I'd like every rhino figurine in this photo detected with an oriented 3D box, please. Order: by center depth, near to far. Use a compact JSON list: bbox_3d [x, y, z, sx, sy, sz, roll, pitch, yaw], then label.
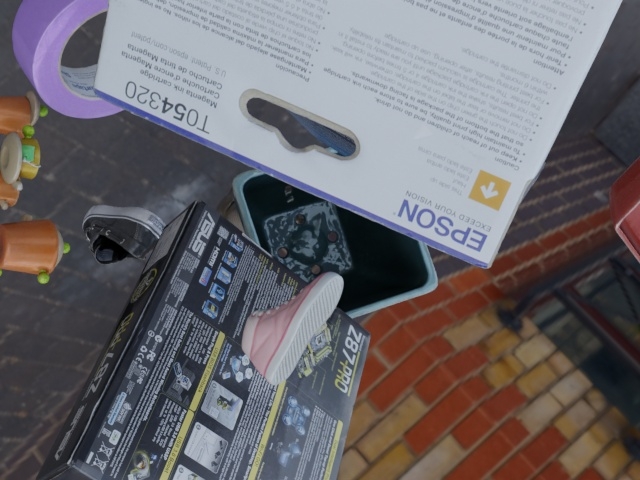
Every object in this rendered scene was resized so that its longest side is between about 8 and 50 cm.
[{"bbox_3d":[-0.100,-0.047,1.677,0.073,0.243,0.106,44,68,-48],"label":"rhino figurine"}]

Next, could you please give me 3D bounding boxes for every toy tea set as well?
[{"bbox_3d":[-0.505,-0.089,1.557,0.124,0.200,0.336,2,98,-38],"label":"toy tea set"}]

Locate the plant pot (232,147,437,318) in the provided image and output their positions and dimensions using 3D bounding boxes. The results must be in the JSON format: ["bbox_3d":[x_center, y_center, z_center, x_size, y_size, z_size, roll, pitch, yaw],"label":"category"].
[{"bbox_3d":[0.000,0.000,1.414,0.247,0.248,0.252,-18,179,-12],"label":"plant pot"}]

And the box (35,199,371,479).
[{"bbox_3d":[-0.110,0.188,1.078,0.097,0.318,0.395,-35,-153,41],"label":"box"}]

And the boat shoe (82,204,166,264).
[{"bbox_3d":[-0.299,0.001,1.305,0.080,0.228,0.076,46,65,-30],"label":"boat shoe"}]

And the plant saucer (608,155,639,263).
[{"bbox_3d":[0.422,-0.089,0.986,0.258,0.048,0.259,-47,151,9],"label":"plant saucer"}]

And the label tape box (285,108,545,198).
[{"bbox_3d":[0.058,-0.132,0.808,0.115,0.249,0.347,-55,158,-1],"label":"label tape box"}]

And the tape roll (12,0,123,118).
[{"bbox_3d":[-0.373,-0.341,1.522,0.274,0.090,0.275,-30,152,-18],"label":"tape roll"}]

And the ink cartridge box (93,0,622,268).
[{"bbox_3d":[0.029,-0.189,0.585,0.071,0.324,0.330,-53,165,-58],"label":"ink cartridge box"}]

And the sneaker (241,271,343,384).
[{"bbox_3d":[-0.036,0.078,0.940,0.134,0.070,0.051,-58,148,8],"label":"sneaker"}]
